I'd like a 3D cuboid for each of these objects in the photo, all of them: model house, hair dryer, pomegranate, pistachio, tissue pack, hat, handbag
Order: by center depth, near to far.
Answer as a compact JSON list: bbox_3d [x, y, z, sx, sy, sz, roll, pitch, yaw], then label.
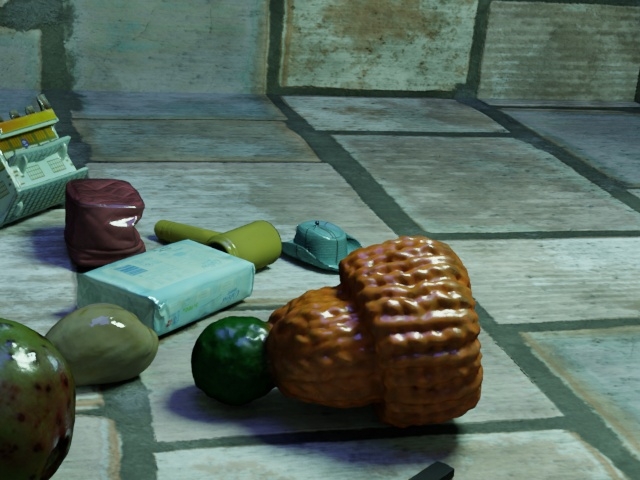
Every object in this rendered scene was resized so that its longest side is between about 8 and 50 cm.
[{"bbox_3d":[-0.440,0.199,1.295,0.306,0.242,0.242,10,19,-7],"label":"pomegranate"},{"bbox_3d":[0.020,0.132,1.583,0.400,0.285,0.285,-3,21,-11],"label":"hat"},{"bbox_3d":[-0.333,0.157,1.650,0.185,0.124,0.124,-18,26,-14],"label":"pistachio"},{"bbox_3d":[-0.260,0.080,1.908,0.177,0.089,0.263,18,21,30],"label":"tissue pack"},{"bbox_3d":[-0.411,-0.034,2.124,0.146,0.135,0.225,-3,17,-19],"label":"handbag"},{"bbox_3d":[-0.222,0.004,2.152,0.279,0.090,0.135,12,22,37],"label":"hair dryer"},{"bbox_3d":[0.000,0.000,2.199,0.191,0.078,0.138,18,25,32],"label":"hat"},{"bbox_3d":[-0.626,-0.153,2.278,0.198,0.215,0.224,-29,2,30],"label":"model house"}]

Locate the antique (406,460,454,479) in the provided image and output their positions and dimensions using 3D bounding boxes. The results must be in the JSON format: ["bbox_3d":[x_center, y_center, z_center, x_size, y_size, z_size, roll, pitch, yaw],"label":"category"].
[{"bbox_3d":[0.106,0.325,1.418,0.031,0.015,0.192,21,26,35],"label":"antique"}]
